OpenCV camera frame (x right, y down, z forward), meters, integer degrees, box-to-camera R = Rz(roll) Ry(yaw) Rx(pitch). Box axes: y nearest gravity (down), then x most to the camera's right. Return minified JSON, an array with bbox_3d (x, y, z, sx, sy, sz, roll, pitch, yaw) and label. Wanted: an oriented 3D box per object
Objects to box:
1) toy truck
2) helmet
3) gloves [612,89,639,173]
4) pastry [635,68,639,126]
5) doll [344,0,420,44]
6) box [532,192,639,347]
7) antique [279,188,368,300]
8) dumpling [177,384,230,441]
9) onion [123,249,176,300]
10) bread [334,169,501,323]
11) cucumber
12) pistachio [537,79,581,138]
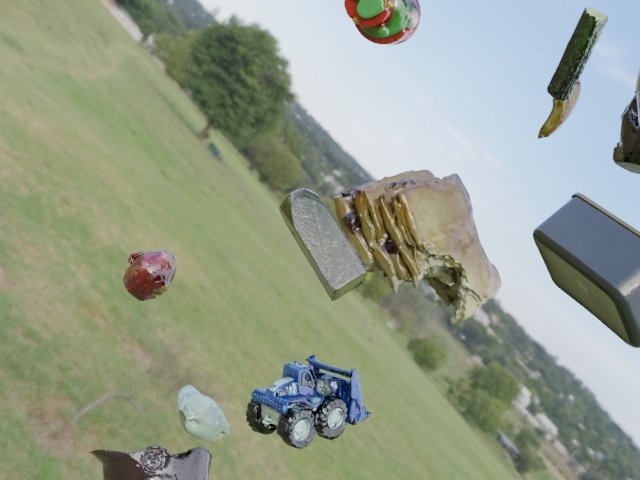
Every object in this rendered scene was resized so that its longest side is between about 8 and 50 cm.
[{"bbox_3d":[-0.016,0.265,1.313,0.113,0.126,0.208,10,7,42],"label":"toy truck"},{"bbox_3d":[-0.416,0.603,1.910,0.305,0.177,0.225,5,-19,-24],"label":"helmet"},{"bbox_3d":[0.657,-0.238,1.515,0.124,0.204,0.164,21,4,30],"label":"gloves"},{"bbox_3d":[0.628,-0.185,1.116,0.388,0.312,0.389,-7,90,-70],"label":"pastry"},{"bbox_3d":[0.174,-0.605,2.038,0.363,0.160,0.183,-17,81,-60],"label":"doll"},{"bbox_3d":[0.388,0.042,1.052,0.144,0.090,0.201,54,-2,-39],"label":"box"},{"bbox_3d":[0.000,0.000,1.509,0.221,0.081,0.080,57,-12,15],"label":"antique"},{"bbox_3d":[-0.319,0.468,2.124,0.217,0.104,0.149,46,40,-46],"label":"dumpling"},{"bbox_3d":[-0.320,0.060,1.443,0.097,0.107,0.107,47,2,0],"label":"onion"},{"bbox_3d":[0.236,0.002,1.682,0.314,0.191,0.370,-22,78,-46],"label":"bread"},{"bbox_3d":[0.523,-0.379,1.585,0.058,0.187,0.058,13,31,-8],"label":"cucumber"},{"bbox_3d":[0.557,-0.305,1.778,0.049,0.173,0.089,27,4,22],"label":"pistachio"}]
